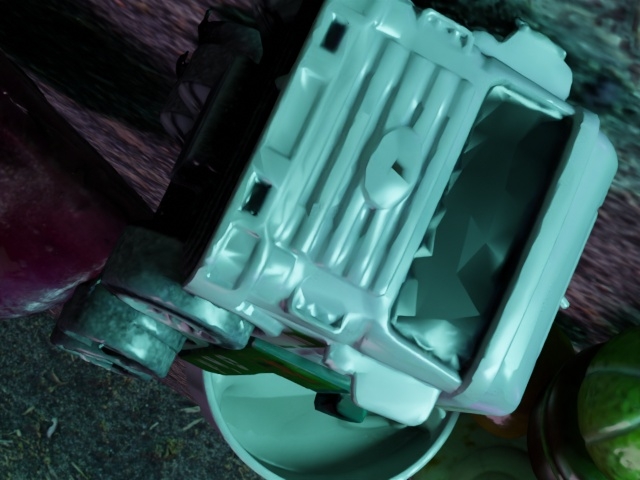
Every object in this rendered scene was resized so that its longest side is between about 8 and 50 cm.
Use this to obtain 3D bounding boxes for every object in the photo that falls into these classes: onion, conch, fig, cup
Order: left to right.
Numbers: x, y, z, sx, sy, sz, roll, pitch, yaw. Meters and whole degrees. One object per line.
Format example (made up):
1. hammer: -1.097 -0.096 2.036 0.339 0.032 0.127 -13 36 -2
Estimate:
1. onion: -0.264 -0.082 0.824 0.348 0.159 0.267 50 173 -33
2. cup: -0.010 0.052 0.897 0.167 0.221 0.202 0 176 -12
3. fig: 0.110 0.071 0.791 0.088 0.074 0.074 53 170 11
4. conch: 0.155 0.219 1.070 0.143 0.137 0.250 25 165 25

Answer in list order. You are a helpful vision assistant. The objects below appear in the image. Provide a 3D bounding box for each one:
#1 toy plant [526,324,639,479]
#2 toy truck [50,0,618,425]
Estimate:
1. toy plant: 0.163 0.091 0.674 0.093 0.092 0.162 32 161 2
2. toy truck: -0.006 -0.003 0.608 0.178 0.176 0.363 25 169 -7
